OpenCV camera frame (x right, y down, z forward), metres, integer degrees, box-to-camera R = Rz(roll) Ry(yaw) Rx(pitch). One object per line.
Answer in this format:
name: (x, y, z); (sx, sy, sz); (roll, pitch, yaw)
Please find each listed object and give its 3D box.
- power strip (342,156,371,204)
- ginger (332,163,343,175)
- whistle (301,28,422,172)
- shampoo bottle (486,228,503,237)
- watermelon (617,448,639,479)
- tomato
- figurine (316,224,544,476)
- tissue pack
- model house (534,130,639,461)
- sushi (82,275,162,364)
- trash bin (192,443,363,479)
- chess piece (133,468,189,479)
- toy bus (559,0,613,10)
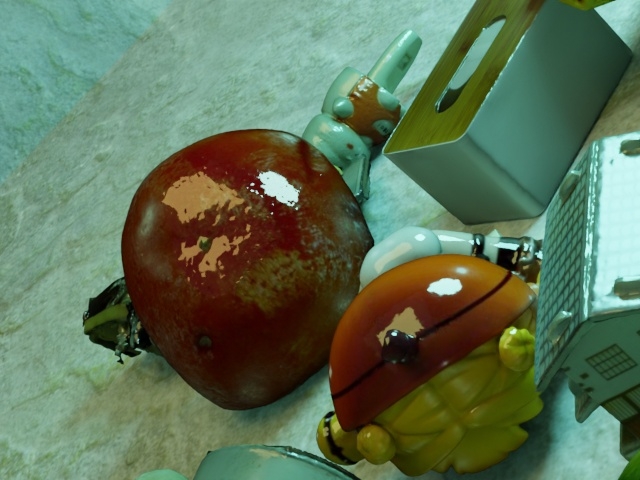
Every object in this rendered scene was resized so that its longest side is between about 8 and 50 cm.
power strip: (0.000, 0.000, 2.237); (0.198, 0.064, 0.213); (-44, 7, 13)
ginger: (-0.043, -0.056, 2.266); (0.118, 0.065, 0.299); (-66, 11, -16)
whistle: (0.052, -0.167, 2.364); (0.253, 0.106, 0.102); (-55, 2, -2)
shampoo bottle: (0.147, 0.058, 1.909); (0.152, 0.045, 0.077); (-43, 15, 7)
watermelon: (0.299, 0.208, 1.162); (0.242, 0.242, 0.242); (-39, 25, 22)
tomato: (-0.107, 0.019, 2.092); (0.338, 0.144, 0.338); (-4, 82, 26)
figurine: (0.111, 0.101, 1.717); (0.320, 0.196, 0.323); (-37, 15, 11)
tissue pack: (0.211, -0.155, 2.019); (0.159, 0.136, 0.246); (-8, 45, 58)
model house: (0.285, 0.053, 1.459); (0.198, 0.215, 0.224); (-34, 27, 34)
sushi: (-0.192, 0.099, 2.384); (0.291, 0.139, 0.131); (-24, 53, 47)
trash bin: (-0.061, 0.347, 1.608); (0.277, 0.217, 0.262); (-22, 34, 50)
chess piece: (-0.166, 0.321, 1.970); (0.133, 0.133, 0.243); (-49, 18, -1)
toy bus: (0.355, -0.357, 1.963); (0.331, 0.145, 0.151); (-24, 45, -36)
